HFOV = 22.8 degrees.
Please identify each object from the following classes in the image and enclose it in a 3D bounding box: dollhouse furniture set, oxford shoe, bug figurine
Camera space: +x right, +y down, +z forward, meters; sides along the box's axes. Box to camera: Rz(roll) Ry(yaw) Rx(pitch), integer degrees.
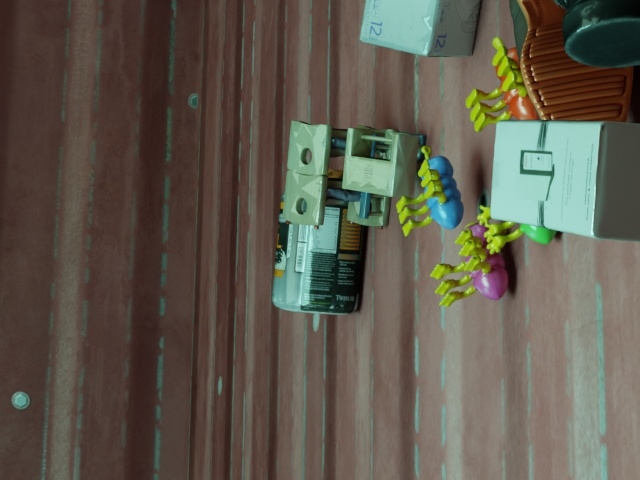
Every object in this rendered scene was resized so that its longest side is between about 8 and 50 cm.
[{"bbox_3d":[0.065,-0.072,1.942,0.184,0.129,0.128,12,98,45],"label":"dollhouse furniture set"},{"bbox_3d":[0.223,-0.160,1.418,0.098,0.097,0.271,82,-176,-50],"label":"oxford shoe"},{"bbox_3d":[0.168,-0.059,1.582,0.279,0.072,0.216,124,142,-52],"label":"bug figurine"}]

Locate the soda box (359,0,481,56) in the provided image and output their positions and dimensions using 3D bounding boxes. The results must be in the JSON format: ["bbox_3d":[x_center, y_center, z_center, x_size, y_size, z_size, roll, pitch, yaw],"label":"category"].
[{"bbox_3d":[0.127,-0.347,1.722,0.098,0.091,0.286,18,106,36],"label":"soda box"}]

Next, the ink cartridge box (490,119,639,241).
[{"bbox_3d":[0.232,-0.046,1.192,0.203,0.148,0.085,-163,76,-76],"label":"ink cartridge box"}]

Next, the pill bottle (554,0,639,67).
[{"bbox_3d":[0.238,-0.258,1.286,0.123,0.123,0.219,133,139,-67],"label":"pill bottle"}]

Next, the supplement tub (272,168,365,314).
[{"bbox_3d":[0.000,0.000,2.103,0.117,0.117,0.190,-173,88,-75],"label":"supplement tub"}]
